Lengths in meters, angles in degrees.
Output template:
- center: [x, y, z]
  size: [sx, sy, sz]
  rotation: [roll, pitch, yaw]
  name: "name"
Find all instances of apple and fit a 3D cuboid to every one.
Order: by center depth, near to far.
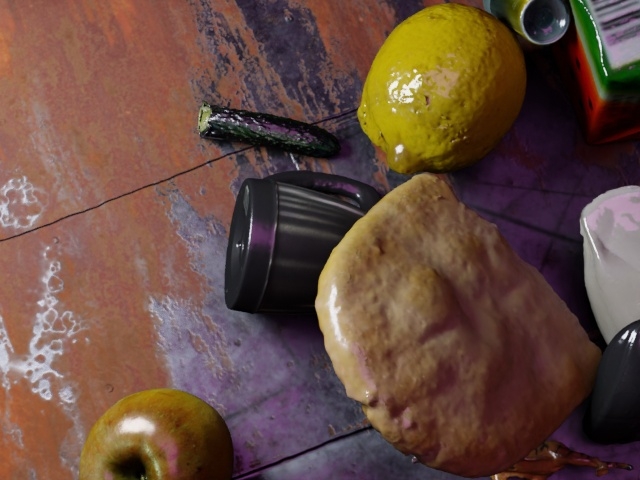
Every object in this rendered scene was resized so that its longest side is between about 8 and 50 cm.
- center: [-0.229, 0.330, 1.647]
  size: [0.237, 0.207, 0.237]
  rotation: [-2, 82, 13]
  name: "apple"

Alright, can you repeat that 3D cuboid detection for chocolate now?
- center: [0.465, -0.353, 1.825]
  size: [0.161, 0.341, 0.360]
  rotation: [-17, 74, 2]
  name: "chocolate"

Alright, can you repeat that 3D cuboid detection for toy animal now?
- center: [0.341, 0.334, 1.726]
  size: [0.255, 0.114, 0.116]
  rotation: [10, 34, -4]
  name: "toy animal"

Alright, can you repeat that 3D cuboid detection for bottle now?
- center: [0.330, -0.378, 1.856]
  size: [0.082, 0.286, 0.082]
  rotation: [-1, 108, -4]
  name: "bottle"

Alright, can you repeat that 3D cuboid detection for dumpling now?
- center: [0.547, 0.081, 1.745]
  size: [0.260, 0.181, 0.341]
  rotation: [-18, 72, 15]
  name: "dumpling"

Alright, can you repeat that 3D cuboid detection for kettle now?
- center: [-0.002, 0.017, 1.775]
  size: [0.271, 0.251, 0.207]
  rotation: [8, 104, -12]
  name: "kettle"

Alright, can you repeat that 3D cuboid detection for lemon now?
- center: [0.195, -0.238, 1.820]
  size: [0.245, 0.245, 0.320]
  rotation: [32, 72, 7]
  name: "lemon"

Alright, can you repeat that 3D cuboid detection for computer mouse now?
- center: [0.472, 0.227, 1.667]
  size: [0.137, 0.270, 0.086]
  rotation: [-3, 44, -6]
  name: "computer mouse"

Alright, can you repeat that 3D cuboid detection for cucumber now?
- center: [-0.084, -0.181, 1.878]
  size: [0.245, 0.067, 0.067]
  rotation: [10, 72, 2]
  name: "cucumber"

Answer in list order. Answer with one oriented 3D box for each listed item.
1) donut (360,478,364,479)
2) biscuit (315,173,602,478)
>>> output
- center: [0.071, 0.479, 1.574]
  size: [0.259, 0.136, 0.345]
  rotation: [-21, 113, -45]
  name: "donut"
- center: [0.193, 0.120, 1.655]
  size: [0.446, 0.104, 0.429]
  rotation: [-31, 86, -42]
  name: "biscuit"
